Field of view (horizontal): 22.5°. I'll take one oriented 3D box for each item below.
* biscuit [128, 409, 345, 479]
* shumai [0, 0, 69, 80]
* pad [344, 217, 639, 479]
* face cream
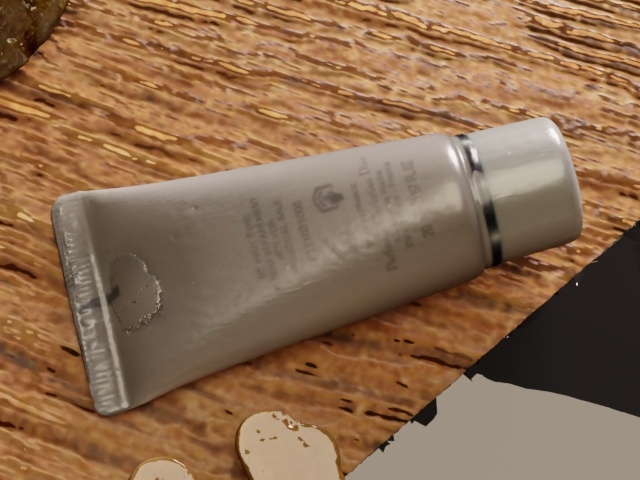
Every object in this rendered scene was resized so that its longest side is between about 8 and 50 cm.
[{"bbox_3d":[-0.016,0.216,0.916,0.144,0.040,0.236,-25,77,-7],"label":"biscuit"},{"bbox_3d":[-0.220,-0.176,1.009,0.123,0.139,0.105,25,33,-27],"label":"shumai"},{"bbox_3d":[0.155,0.183,0.969,0.367,0.007,0.247,-39,80,-17],"label":"pad"},{"bbox_3d":[0.000,0.000,0.977,0.314,0.089,0.143,-14,74,-3],"label":"face cream"}]
